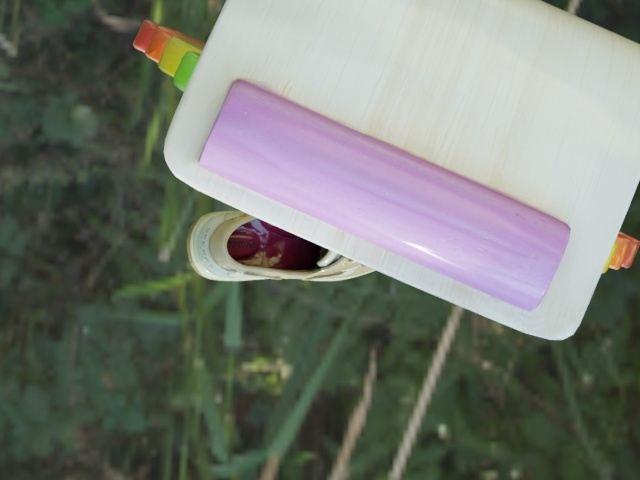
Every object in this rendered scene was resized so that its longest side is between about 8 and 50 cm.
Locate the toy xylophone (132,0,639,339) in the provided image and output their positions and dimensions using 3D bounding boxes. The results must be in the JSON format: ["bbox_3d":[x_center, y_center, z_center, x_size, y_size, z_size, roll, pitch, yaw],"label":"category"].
[{"bbox_3d":[0.004,-0.058,0.607,0.236,0.081,0.322,25,-174,7],"label":"toy xylophone"}]

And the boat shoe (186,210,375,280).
[{"bbox_3d":[0.000,0.000,0.971,0.135,0.050,0.045,-10,-175,-23],"label":"boat shoe"}]
